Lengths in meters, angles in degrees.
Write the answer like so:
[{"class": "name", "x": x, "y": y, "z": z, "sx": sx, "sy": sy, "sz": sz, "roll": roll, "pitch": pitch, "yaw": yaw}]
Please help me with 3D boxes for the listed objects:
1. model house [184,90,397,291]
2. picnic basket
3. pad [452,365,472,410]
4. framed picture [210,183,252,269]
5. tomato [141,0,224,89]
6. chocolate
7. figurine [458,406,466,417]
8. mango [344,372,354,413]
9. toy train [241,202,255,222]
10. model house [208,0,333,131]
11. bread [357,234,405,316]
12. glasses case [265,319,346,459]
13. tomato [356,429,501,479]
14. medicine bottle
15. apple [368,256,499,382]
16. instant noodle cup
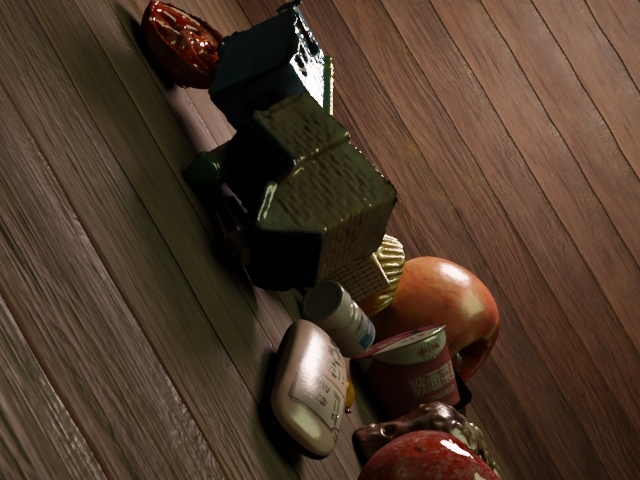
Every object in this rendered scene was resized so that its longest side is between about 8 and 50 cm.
[{"class": "model house", "x": -0.069, "y": -0.072, "z": 1.278, "sx": 0.298, "sy": 0.284, "sz": 0.243, "roll": 47, "pitch": -31, "yaw": 22}, {"class": "picnic basket", "x": 0.000, "y": 0.000, "z": 1.635, "sx": 0.313, "sy": 0.175, "sz": 0.228, "roll": 54, "pitch": 8, "yaw": -50}, {"class": "pad", "x": 0.274, "y": 0.379, "z": 1.869, "sx": 0.267, "sy": 0.181, "sz": 0.004, "roll": 55, "pitch": 5, "yaw": -29}, {"class": "framed picture", "x": -0.145, "y": -0.025, "z": 1.423, "sx": 0.260, "sy": 0.023, "sz": 0.189, "roll": 63, "pitch": 13, "yaw": 17}, {"class": "tomato", "x": -0.297, "y": -0.404, "z": 1.539, "sx": 0.228, "sy": 0.101, "sz": 0.228, "roll": 36, "pitch": 32, "yaw": -27}, {"class": "chocolate", "x": 0.235, "y": 0.447, "z": 1.380, "sx": 0.340, "sy": 0.210, "sz": 0.225, "roll": 54, "pitch": 9, "yaw": -31}, {"class": "figurine", "x": 0.343, "y": 0.472, "z": 2.102, "sx": 0.143, "sy": 0.143, "sz": 0.271, "roll": 56, "pitch": 12, "yaw": -20}, {"class": "mango", "x": 0.009, "y": 0.238, "z": 1.303, "sx": 0.101, "sy": 0.066, "sz": 0.187, "roll": 50, "pitch": 5, "yaw": -48}, {"class": "toy train", "x": -0.096, "y": -0.066, "z": 1.449, "sx": 0.138, "sy": 0.050, "sz": 0.087, "roll": 21, "pitch": 44, "yaw": -35}, {"class": "model house", "x": -0.070, "y": -0.294, "z": 1.494, "sx": 0.303, "sy": 0.216, "sz": 0.237, "roll": 54, "pitch": 26, "yaw": -40}, {"class": "bread", "x": 0.121, "y": 0.085, "z": 1.873, "sx": 0.139, "sy": 0.240, "sz": 0.240, "roll": 1, "pitch": 45, "yaw": -26}, {"class": "glasses case", "x": -0.018, "y": 0.221, "z": 1.113, "sx": 0.122, "sy": 0.075, "sz": 0.314, "roll": 42, "pitch": 17, "yaw": -9}, {"class": "tomato", "x": 0.159, "y": 0.414, "z": 1.038, "sx": 0.270, "sy": 0.227, "sz": 0.270, "roll": 60, "pitch": -15, "yaw": 27}, {"class": "medicine bottle", "x": 0.040, "y": 0.170, "z": 1.526, "sx": 0.168, "sy": 0.105, "sz": 0.105, "roll": 51, "pitch": 13, "yaw": -43}, {"class": "apple", "x": 0.305, "y": 0.228, "z": 2.008, "sx": 0.364, "sy": 0.364, "sz": 0.364, "roll": 57, "pitch": 10, "yaw": -16}, {"class": "instant noodle cup", "x": 0.211, "y": 0.311, "z": 1.664, "sx": 0.235, "sy": 0.235, "sz": 0.178, "roll": -3, "pitch": 72, "yaw": -79}]
